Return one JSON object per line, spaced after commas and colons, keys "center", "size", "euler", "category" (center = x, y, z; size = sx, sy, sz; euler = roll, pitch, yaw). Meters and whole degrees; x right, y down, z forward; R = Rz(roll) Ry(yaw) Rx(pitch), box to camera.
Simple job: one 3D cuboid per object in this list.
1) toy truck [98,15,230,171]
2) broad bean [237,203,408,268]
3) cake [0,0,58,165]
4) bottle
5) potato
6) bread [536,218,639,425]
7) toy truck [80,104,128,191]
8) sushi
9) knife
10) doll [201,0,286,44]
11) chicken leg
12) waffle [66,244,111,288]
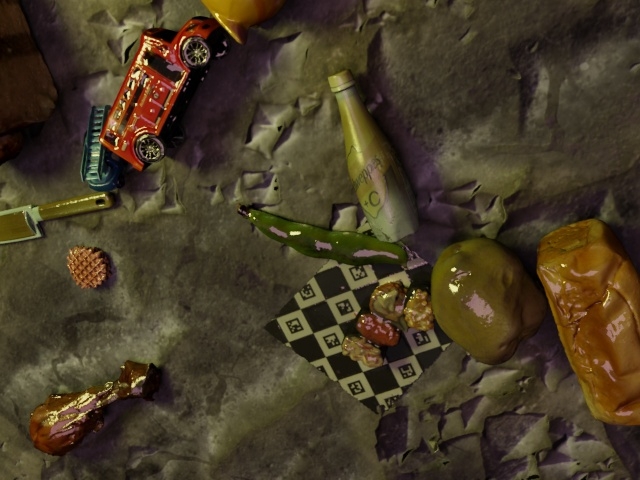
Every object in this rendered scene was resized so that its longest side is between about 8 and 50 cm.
{"center": [-0.239, -0.237, 1.202], "size": [0.114, 0.107, 0.252], "euler": [31, 114, -1], "category": "toy truck"}
{"center": [0.000, 0.001, 1.272], "size": [0.298, 0.043, 0.060], "euler": [15, 112, 12], "category": "broad bean"}
{"center": [-0.546, -0.236, 1.218], "size": [0.199, 0.196, 0.293], "euler": [-17, 105, 15], "category": "cake"}
{"center": [0.075, -0.128, 1.193], "size": [0.083, 0.083, 0.269], "euler": [-19, 104, 18], "category": "bottle"}
{"center": [0.255, 0.093, 1.211], "size": [0.200, 0.154, 0.137], "euler": [52, 150, -18], "category": "potato"}
{"center": [0.418, 0.124, 1.167], "size": [0.132, 0.167, 0.294], "euler": [-22, 102, 11], "category": "bread"}
{"center": [-0.356, -0.149, 1.290], "size": [0.063, 0.074, 0.136], "euler": [-4, 69, 11], "category": "toy truck"}
{"center": [0.084, 0.145, 1.312], "size": [0.264, 0.050, 0.290], "euler": [39, 113, -4], "category": "sushi"}
{"center": [-0.513, -0.031, 1.382], "size": [0.343, 0.027, 0.061], "euler": [-10, 112, 15], "category": "knife"}
{"center": [-0.090, -0.425, 1.075], "size": [0.162, 0.166, 0.269], "euler": [30, 116, 1], "category": "doll"}
{"center": [-0.428, 0.307, 1.465], "size": [0.304, 0.093, 0.113], "euler": [-31, 90, 16], "category": "chicken leg"}
{"center": [-0.411, 0.046, 1.389], "size": [0.075, 0.029, 0.083], "euler": [-3, 108, 12], "category": "waffle"}
